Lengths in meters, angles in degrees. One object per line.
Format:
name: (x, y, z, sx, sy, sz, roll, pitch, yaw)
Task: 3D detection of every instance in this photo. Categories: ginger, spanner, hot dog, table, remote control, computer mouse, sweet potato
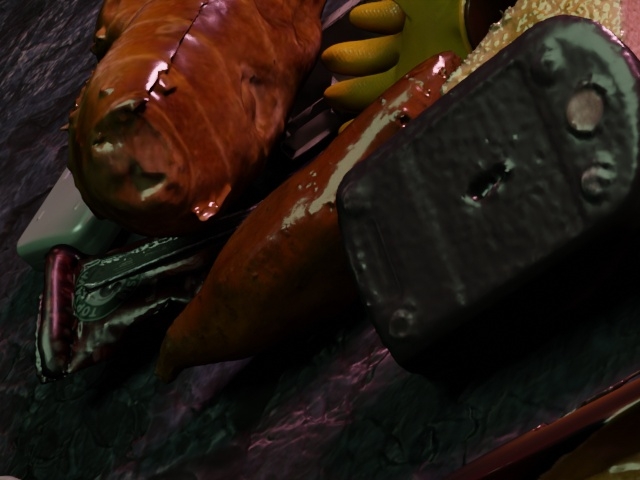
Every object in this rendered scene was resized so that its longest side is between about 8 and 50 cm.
ginger: (-0.126, -0.141, 1.734, 0.254, 0.176, 0.418, -20, 32, 34)
spanner: (-0.060, -0.016, 1.680, 0.325, 0.026, 0.093, -21, 35, 19)
hot dog: (0.168, 0.139, 1.070, 0.194, 0.107, 0.326, -27, -5, -27)
table: (0.014, -0.173, 1.832, 0.146, 0.062, 0.175, -36, 24, 22)
remote control: (-0.205, -0.094, 2.062, 0.140, 0.056, 0.296, -11, 41, 49)
computer mouse: (0.137, -0.029, 1.340, 0.269, 0.100, 0.170, -35, 58, 31)
sweet potato: (-0.003, 0.004, 1.541, 0.359, 0.112, 0.112, -42, 25, 20)

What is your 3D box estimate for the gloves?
gloves: (0.083, -0.158, 1.647, 0.294, 0.116, 0.133, -8, 58, 58)

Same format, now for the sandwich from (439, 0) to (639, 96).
sandwich: (0.195, -0.127, 1.417, 0.193, 0.058, 0.162, -50, 48, 14)

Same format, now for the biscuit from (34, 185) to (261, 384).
biscuit: (-0.150, 0.035, 1.762, 0.235, 0.063, 0.151, -19, 36, 17)

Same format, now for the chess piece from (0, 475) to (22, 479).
chess piece: (-0.116, 0.283, 1.069, 0.194, 0.299, 0.195, -36, 28, 22)
